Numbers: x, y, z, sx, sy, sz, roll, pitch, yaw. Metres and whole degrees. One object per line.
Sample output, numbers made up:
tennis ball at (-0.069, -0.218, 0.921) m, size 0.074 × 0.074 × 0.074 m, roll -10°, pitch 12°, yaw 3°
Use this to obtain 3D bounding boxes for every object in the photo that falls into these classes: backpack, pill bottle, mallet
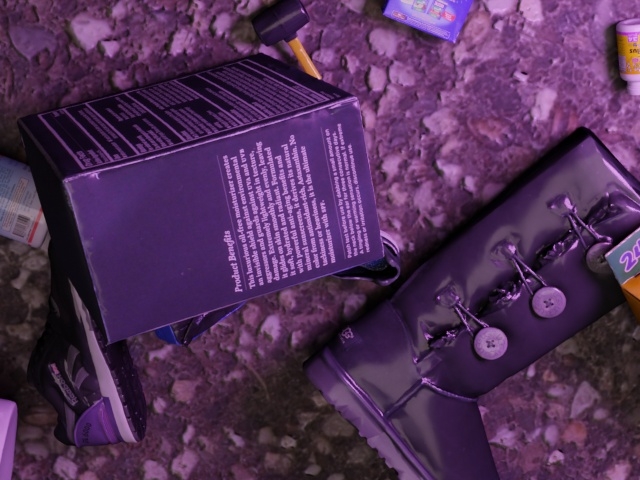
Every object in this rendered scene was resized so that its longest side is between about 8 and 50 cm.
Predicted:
backpack at (-0.154, 0.050, 1.516) m, size 0.120 × 0.101 × 0.098 m, roll -31°, pitch 117°, yaw -27°
pill bottle at (-0.380, -0.058, 1.466) m, size 0.160 × 0.087 × 0.087 m, roll 22°, pitch 107°, yaw -11°
mallet at (-0.017, -0.186, 1.473) m, size 0.062 × 0.039 × 0.190 m, roll -23°, pitch 114°, yaw 3°
pill bottle at (0.366, -0.212, 1.480) m, size 0.043 × 0.043 × 0.083 m, roll -10°, pitch 111°, yaw 0°

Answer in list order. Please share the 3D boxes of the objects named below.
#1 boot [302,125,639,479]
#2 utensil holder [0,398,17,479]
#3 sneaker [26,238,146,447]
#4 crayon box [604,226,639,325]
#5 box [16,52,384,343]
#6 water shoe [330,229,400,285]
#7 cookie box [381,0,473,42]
boot at (0.258, 0.129, 1.560) m, size 0.445 × 0.146 × 0.367 m, roll -41°, pitch 113°, yaw 4°
utensil holder at (-0.564, 0.309, 1.466) m, size 0.385 × 0.327 × 0.328 m, roll 8°, pitch 109°, yaw -8°
sneaker at (-0.304, 0.128, 1.534) m, size 0.124 × 0.107 × 0.283 m, roll -10°, pitch 111°, yaw 6°
crayon box at (0.481, 0.076, 1.498) m, size 0.203 × 0.083 × 0.323 m, roll -39°, pitch 128°, yaw -3°
box at (-0.134, -0.057, 1.335) m, size 0.294 × 0.296 × 0.183 m, roll -16°, pitch 111°, yaw -16°
water shoe at (0.000, 0.000, 1.515) m, size 0.203 × 0.080 × 0.073 m, roll 12°, pitch 108°, yaw -8°
cookie box at (0.130, -0.289, 1.438) m, size 0.092 × 0.040 × 0.107 m, roll 20°, pitch 108°, yaw -10°
